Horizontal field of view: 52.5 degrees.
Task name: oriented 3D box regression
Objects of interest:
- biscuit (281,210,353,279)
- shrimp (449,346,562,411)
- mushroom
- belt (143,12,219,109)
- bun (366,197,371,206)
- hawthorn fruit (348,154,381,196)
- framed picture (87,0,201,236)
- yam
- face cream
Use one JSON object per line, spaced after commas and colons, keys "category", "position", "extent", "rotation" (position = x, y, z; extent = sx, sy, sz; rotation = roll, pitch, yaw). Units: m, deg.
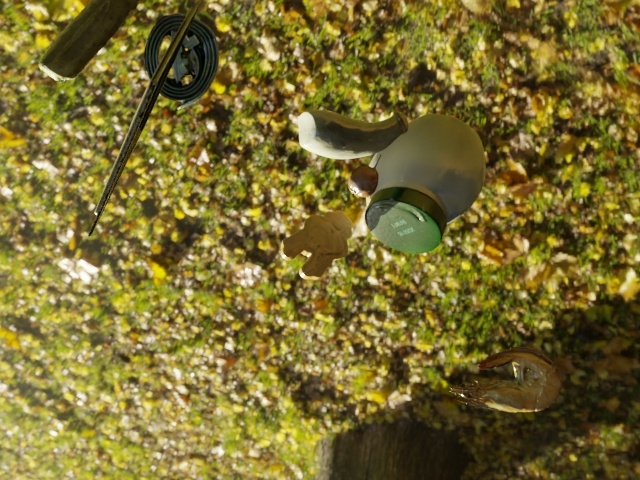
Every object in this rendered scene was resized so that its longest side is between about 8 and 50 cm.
{"category": "biscuit", "position": [0.003, 0.002, 1.735], "extent": [0.144, 0.236, 0.040], "rotation": [50, 147, -4]}
{"category": "shrimp", "position": [0.381, 0.287, 1.336], "extent": [0.236, 0.053, 0.133], "rotation": [0, 93, -1]}
{"category": "mushroom", "position": [0.084, -0.254, 1.560], "extent": [0.270, 0.118, 0.103], "rotation": [-1, 180, -14]}
{"category": "belt", "position": [-0.396, -0.508, 1.849], "extent": [0.206, 0.116, 0.267], "rotation": [6, 104, -12]}
{"category": "bun", "position": [0.201, -0.089, 2.040], "extent": [0.111, 0.188, 0.164], "rotation": [-33, 97, 9]}
{"category": "hawthorn fruit", "position": [0.106, -0.142, 1.415], "extent": [0.067, 0.103, 0.067], "rotation": [42, 173, 6]}
{"category": "framed picture", "position": [-0.177, -0.128, 0.650], "extent": [0.010, 0.199, 0.195], "rotation": [25, 127, -16]}
{"category": "yam", "position": [-0.411, -0.462, 1.275], "extent": [0.083, 0.371, 0.083], "rotation": [31, 166, 8]}
{"category": "face cream", "position": [0.274, -0.164, 1.734], "extent": [0.312, 0.357, 0.219], "rotation": [9, 144, 27]}
